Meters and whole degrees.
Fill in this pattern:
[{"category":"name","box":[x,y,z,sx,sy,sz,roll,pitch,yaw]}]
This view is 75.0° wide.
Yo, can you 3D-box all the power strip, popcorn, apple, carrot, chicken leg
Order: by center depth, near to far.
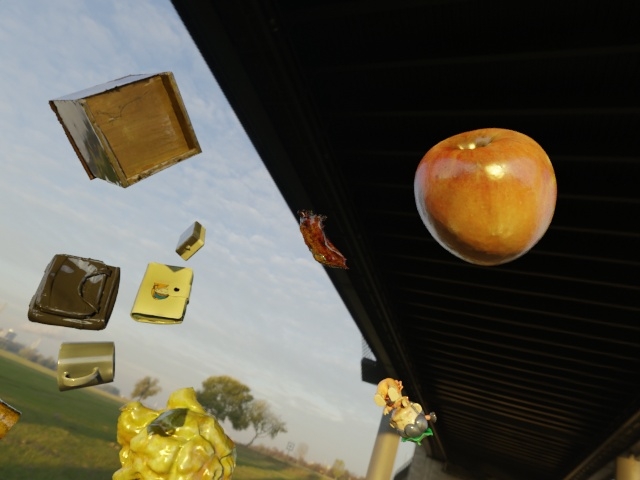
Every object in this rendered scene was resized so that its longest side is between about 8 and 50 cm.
[{"category":"apple","box":[0.293,-0.077,0.766,0.254,0.253,0.253,17,-29,10]},{"category":"popcorn","box":[-0.374,0.572,1.085,0.279,0.274,0.335,7,-52,54]},{"category":"carrot","box":[-0.879,0.439,1.089,0.173,0.082,0.082,45,-34,-14]},{"category":"chicken leg","box":[0.000,0.000,1.299,0.105,0.063,0.233,-27,-93,40]},{"category":"power strip","box":[-0.525,0.000,1.697,0.070,0.105,0.256,46,1,-19]}]

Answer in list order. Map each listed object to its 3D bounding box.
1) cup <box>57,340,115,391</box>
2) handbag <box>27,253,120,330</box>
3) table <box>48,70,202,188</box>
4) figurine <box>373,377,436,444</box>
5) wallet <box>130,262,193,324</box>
[{"category":"cup","box":[-0.378,0.206,0.677,0.077,0.078,0.100,0,12,-22]},{"category":"handbag","box":[-0.830,0.172,1.433,0.245,0.275,0.088,16,-51,-23]},{"category":"table","box":[-0.362,-0.207,0.790,0.193,0.169,0.172,17,-47,42]},{"category":"figurine","box":[0.224,0.451,1.106,0.112,0.102,0.194,-30,-85,17]},{"category":"wallet","box":[-0.346,0.118,0.928,0.111,0.155,0.039,10,-52,-13]}]
